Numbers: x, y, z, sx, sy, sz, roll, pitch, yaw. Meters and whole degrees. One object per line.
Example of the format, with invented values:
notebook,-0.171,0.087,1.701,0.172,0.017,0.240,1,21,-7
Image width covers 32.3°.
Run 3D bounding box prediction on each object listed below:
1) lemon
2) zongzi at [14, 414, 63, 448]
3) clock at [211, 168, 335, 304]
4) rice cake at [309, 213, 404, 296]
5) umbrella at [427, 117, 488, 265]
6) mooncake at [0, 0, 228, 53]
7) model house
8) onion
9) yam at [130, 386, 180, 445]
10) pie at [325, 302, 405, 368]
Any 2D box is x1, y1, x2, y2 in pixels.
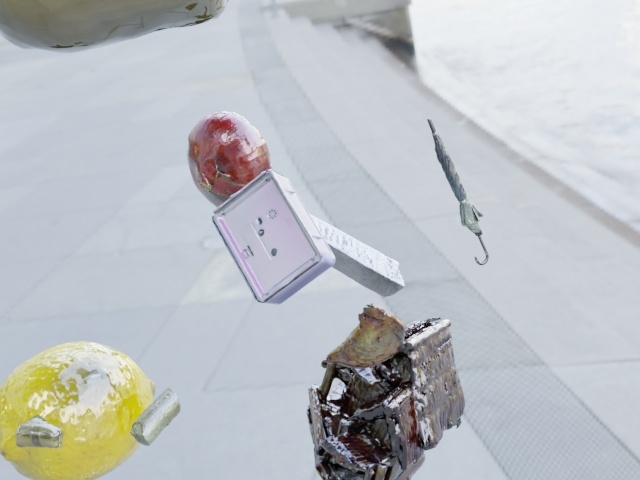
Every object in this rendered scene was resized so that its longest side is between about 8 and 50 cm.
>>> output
lemon,-0.431,0.300,1.956,0.310,0.254,0.253,-22,21,-36
zongzi,-0.424,0.294,1.721,0.076,0.040,0.083,2,15,14
clock,-0.080,-0.006,1.876,0.144,0.193,0.073,-36,-22,15
rice cake,0.000,0.000,2.135,0.364,0.073,0.056,28,48,-4
umbrella,0.231,-0.083,1.823,0.044,0.269,0.044,-28,18,-21
mooncake,-0.252,-0.409,1.049,0.262,0.467,0.467,-16,18,-5
model house,0.106,0.274,2.008,0.297,0.283,0.317,37,31,20
onion,-0.212,-0.172,2.474,0.161,0.248,0.248,-12,17,-25
yam,-0.246,0.266,1.670,0.043,0.043,0.094,5,37,40
pie,0.075,0.147,1.588,0.088,0.191,0.033,8,59,-14
